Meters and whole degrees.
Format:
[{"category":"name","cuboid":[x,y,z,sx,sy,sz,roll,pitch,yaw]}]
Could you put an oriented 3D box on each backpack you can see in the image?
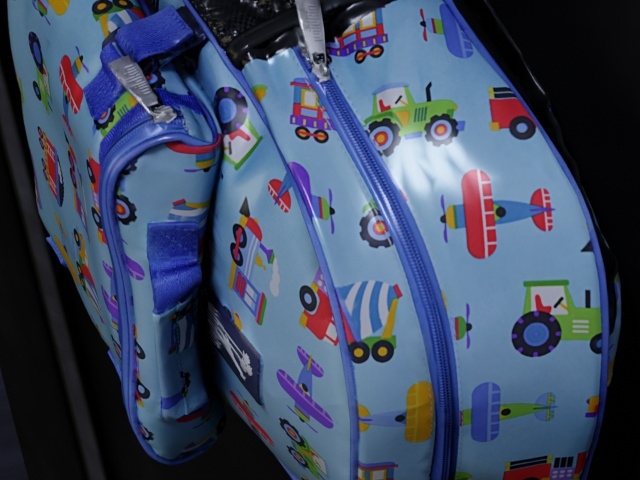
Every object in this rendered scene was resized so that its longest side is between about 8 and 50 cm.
[{"category":"backpack","cuboid":[0.000,0.000,0.455,0.158,0.117,0.173,95,152,-51]}]
